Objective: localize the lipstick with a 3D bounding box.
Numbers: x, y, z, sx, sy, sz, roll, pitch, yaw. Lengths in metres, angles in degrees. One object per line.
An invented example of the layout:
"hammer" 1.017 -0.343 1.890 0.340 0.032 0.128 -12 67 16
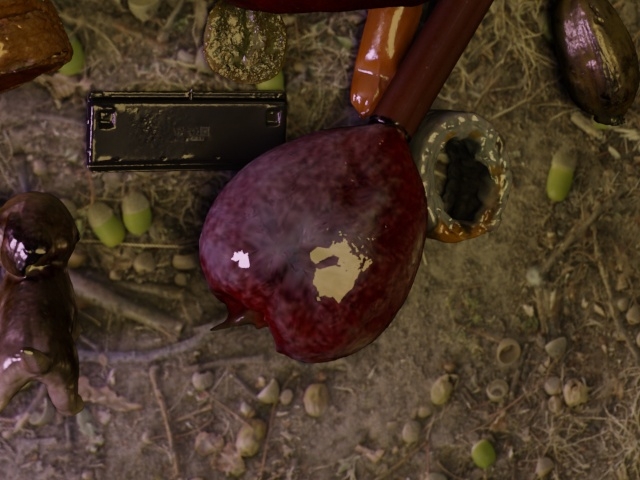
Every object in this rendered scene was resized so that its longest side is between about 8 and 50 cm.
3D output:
"lipstick" 0.160 -0.263 1.683 0.057 0.057 0.357 37 75 -25

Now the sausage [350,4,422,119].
"sausage" 0.076 -0.226 1.689 0.062 0.054 0.183 13 97 8

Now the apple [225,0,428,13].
"apple" 0.022 -0.415 1.566 0.329 0.295 0.365 0 96 -54

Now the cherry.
"cherry" 0.000 0.000 1.607 0.230 0.203 0.300 38 89 15

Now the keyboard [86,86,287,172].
"keyboard" -0.144 -0.122 1.627 0.230 0.025 0.094 -2 102 -23

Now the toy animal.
"toy animal" -0.299 0.070 1.523 0.121 0.233 0.169 2 140 -14

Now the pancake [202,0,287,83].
"pancake" -0.081 -0.224 1.639 0.108 0.017 0.108 -5 100 -26

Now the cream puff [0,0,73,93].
"cream puff" -0.344 -0.227 1.443 0.183 0.183 0.169 -20 93 -19

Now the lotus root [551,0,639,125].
"lotus root" 0.332 -0.222 1.785 0.080 0.089 0.179 -39 114 -53

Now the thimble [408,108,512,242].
"thimble" 0.139 -0.075 1.709 0.127 0.118 0.151 -6 100 -26
